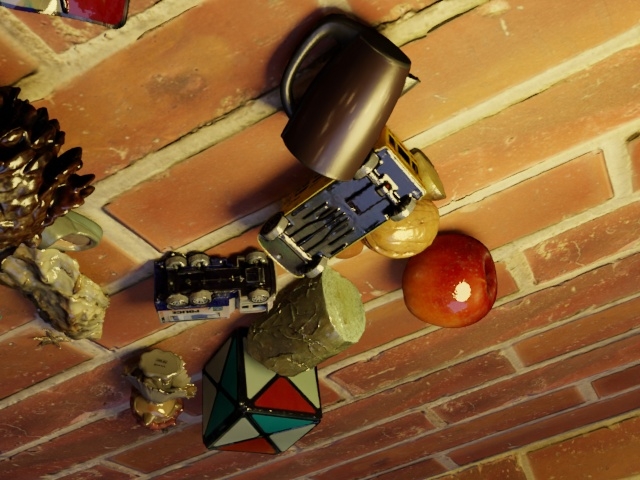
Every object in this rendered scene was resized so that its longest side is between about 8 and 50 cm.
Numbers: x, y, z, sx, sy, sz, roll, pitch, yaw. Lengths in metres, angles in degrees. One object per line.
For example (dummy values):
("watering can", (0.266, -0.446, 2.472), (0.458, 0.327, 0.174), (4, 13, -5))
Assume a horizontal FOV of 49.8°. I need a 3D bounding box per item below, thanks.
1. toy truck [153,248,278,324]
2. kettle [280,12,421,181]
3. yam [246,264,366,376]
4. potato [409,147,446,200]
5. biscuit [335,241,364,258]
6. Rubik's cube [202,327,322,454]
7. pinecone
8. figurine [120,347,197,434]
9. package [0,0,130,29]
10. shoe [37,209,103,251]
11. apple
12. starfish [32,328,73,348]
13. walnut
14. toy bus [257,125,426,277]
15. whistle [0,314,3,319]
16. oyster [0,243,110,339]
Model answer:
("toy truck", (-0.233, 0.111, 1.550), (0.267, 0.125, 0.155), (-3, 149, -8))
("kettle", (0.034, -0.245, 1.150), (0.202, 0.144, 0.232), (32, 115, -3))
("yam", (-0.039, 0.214, 1.687), (0.271, 0.202, 0.202), (-27, 140, 29))
("potato", (0.203, -0.116, 1.386), (0.066, 0.103, 0.096), (-33, 136, 22))
("biscuit", (0.000, 0.000, 1.539), (0.192, 0.036, 0.186), (-15, 144, 6))
("Rubik's cube", (-0.164, 0.409, 1.850), (0.249, 0.248, 0.246), (15, 135, -29))
("pinecone", (-0.528, -0.112, 1.080), (0.298, 0.242, 0.296), (-27, 143, -14))
("figurine", (-0.448, 0.433, 1.874), (0.206, 0.166, 0.387), (14, 135, -5))
("package", (-0.386, -0.386, 0.920), (0.269, 0.071, 0.194), (-6, 147, -29))
("shoe", (-0.530, -0.024, 1.315), (0.103, 0.100, 0.251), (-33, 141, 27))
("apple", (0.300, 0.096, 1.595), (0.201, 0.218, 0.218), (2, 149, 26))
("starfish", (-0.658, 0.243, 1.697), (0.086, 0.016, 0.092), (-9, 140, -6))
("walnut", (0.161, -0.030, 1.462), (0.180, 0.144, 0.144), (-6, 143, -21))
("toy bus", (0.037, -0.070, 1.351), (0.331, 0.151, 0.145), (-34, 117, 25))
("whistle", (-0.791, 0.146, 1.454), (0.273, 0.093, 0.186), (-23, 123, 25))
("oyster", (-0.570, 0.136, 1.509), (0.201, 0.107, 0.355), (-16, 143, 12))
